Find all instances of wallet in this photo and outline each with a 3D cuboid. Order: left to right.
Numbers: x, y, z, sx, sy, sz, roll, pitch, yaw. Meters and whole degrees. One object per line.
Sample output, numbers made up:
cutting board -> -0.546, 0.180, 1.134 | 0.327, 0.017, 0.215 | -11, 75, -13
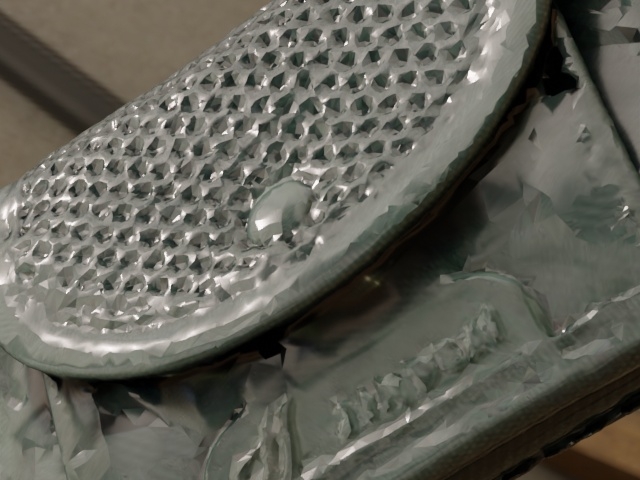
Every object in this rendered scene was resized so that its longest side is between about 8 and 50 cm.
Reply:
wallet -> 0.000, 0.000, 0.679 | 0.342, 0.237, 0.075 | -33, -38, 17
